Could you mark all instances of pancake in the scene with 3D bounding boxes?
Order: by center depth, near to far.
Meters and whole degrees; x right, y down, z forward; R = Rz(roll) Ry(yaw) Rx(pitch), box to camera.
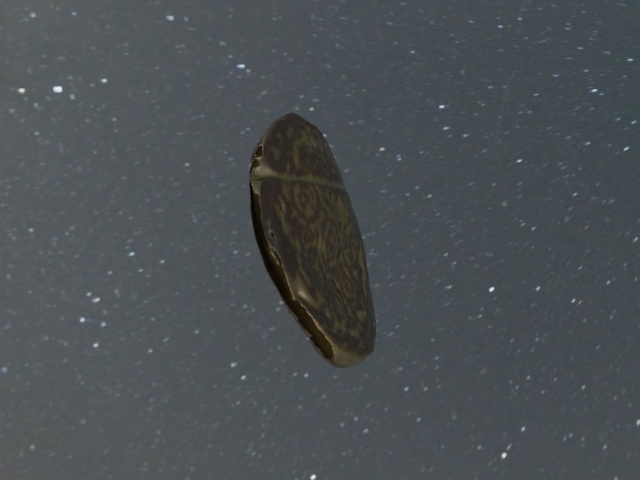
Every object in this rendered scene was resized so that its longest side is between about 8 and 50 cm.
[{"bbox_3d":[0.001,0.000,0.863,0.031,0.250,0.250,-15,-87,19],"label":"pancake"}]
